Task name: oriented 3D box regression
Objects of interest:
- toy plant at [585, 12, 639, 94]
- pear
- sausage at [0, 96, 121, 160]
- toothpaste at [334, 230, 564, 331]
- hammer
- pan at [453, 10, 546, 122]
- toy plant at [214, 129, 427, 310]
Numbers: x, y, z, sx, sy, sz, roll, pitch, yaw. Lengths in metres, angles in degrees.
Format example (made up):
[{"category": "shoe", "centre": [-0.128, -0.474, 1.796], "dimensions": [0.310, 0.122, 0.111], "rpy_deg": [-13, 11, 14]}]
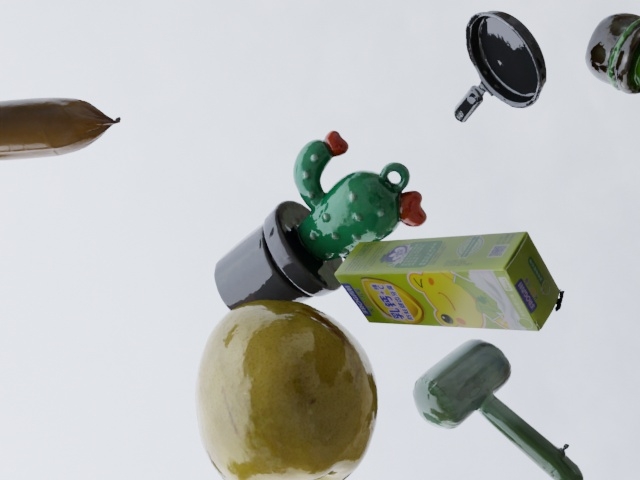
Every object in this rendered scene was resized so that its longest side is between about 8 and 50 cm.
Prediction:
[{"category": "toy plant", "centre": [0.403, -0.212, 0.874], "dimensions": [0.092, 0.093, 0.162], "rpy_deg": [14, -163, -44]}, {"category": "pear", "centre": [-0.054, 0.251, 1.181], "dimensions": [0.314, 0.314, 0.314], "rpy_deg": [25, -127, -39]}, {"category": "sausage", "centre": [-0.526, -0.199, 1.309], "dimensions": [0.328, 0.112, 0.112], "rpy_deg": [-6, -110, -4]}, {"category": "toothpaste", "centre": [0.169, 0.059, 1.035], "dimensions": [0.110, 0.327, 0.077], "rpy_deg": [54, -124, -25]}, {"category": "hammer", "centre": [0.348, 0.336, 1.370], "dimensions": [0.206, 0.119, 0.335], "rpy_deg": [-32, -123, -32]}, {"category": "pan", "centre": [0.228, -0.219, 0.977], "dimensions": [0.028, 0.235, 0.136], "rpy_deg": [-34, -97, -16]}, {"category": "toy plant", "centre": [-0.006, -0.012, 1.293], "dimensions": [0.185, 0.400, 0.280], "rpy_deg": [-1, -117, -59]}]
